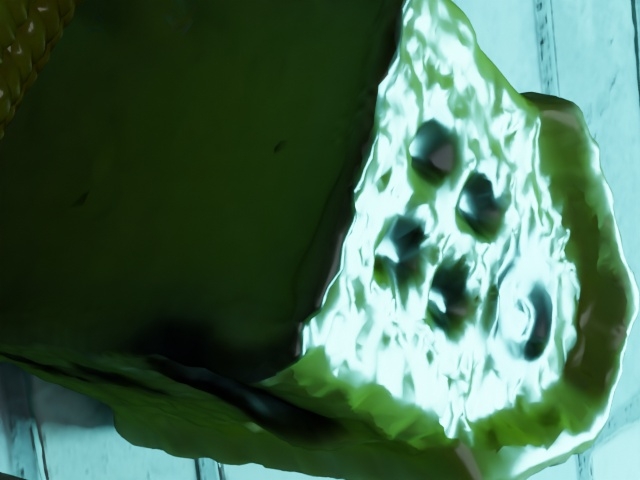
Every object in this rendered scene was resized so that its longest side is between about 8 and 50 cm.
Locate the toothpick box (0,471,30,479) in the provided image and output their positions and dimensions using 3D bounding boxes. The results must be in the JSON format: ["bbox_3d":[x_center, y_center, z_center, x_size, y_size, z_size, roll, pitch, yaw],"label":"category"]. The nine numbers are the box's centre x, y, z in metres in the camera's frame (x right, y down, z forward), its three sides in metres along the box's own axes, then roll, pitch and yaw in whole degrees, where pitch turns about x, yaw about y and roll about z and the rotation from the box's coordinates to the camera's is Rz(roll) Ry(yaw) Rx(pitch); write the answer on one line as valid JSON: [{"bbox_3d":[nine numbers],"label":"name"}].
[{"bbox_3d":[-0.126,0.172,0.666,0.111,0.111,0.181,33,67,-49],"label":"toothpick box"}]

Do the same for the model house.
[{"bbox_3d":[0.000,0.000,0.746,0.234,0.193,0.175,30,68,-49],"label":"model house"}]

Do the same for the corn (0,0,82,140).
[{"bbox_3d":[-0.163,-0.034,0.587,0.131,0.131,0.344,53,51,-41],"label":"corn"}]
